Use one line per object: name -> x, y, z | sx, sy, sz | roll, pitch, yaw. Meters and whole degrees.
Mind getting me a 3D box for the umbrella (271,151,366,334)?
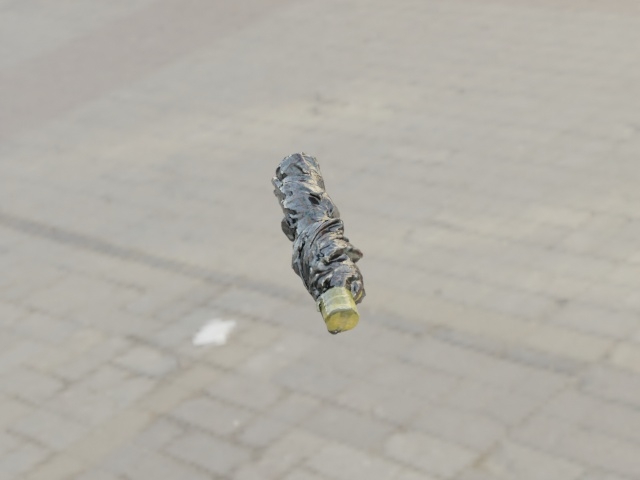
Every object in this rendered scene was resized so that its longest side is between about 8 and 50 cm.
umbrella -> 0.000, 0.000, 0.951 | 0.040, 0.037, 0.144 | -37, 39, 16
